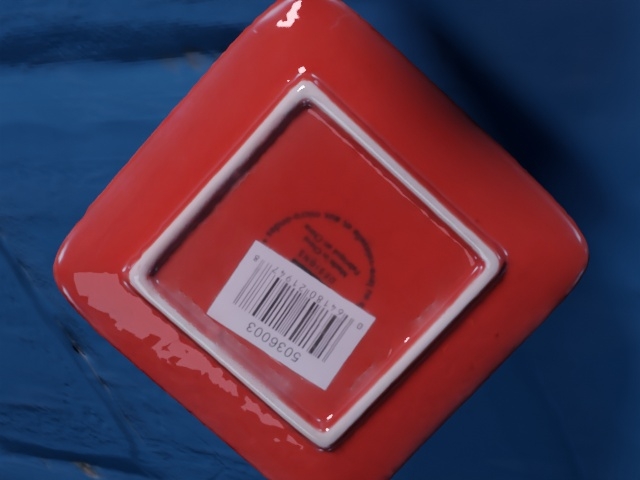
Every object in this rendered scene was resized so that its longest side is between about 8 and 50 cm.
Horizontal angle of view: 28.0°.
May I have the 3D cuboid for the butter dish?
[{"bbox_3d":[0.000,0.000,0.533,0.160,0.118,0.160,42,99,-7],"label":"butter dish"}]
